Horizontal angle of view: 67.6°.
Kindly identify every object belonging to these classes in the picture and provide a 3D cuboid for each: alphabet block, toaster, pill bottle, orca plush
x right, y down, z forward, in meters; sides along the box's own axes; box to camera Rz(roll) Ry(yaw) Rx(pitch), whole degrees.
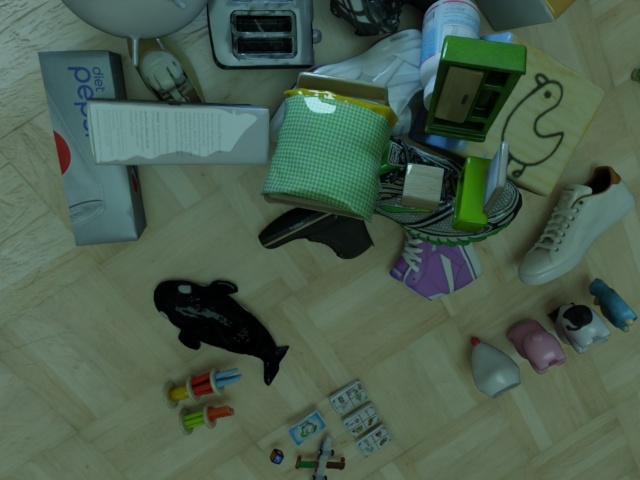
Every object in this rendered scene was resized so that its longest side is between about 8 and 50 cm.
[{"bbox_3d":[0.300,-0.210,0.806,0.197,0.193,0.192,20,104,-18],"label":"alphabet block"},{"bbox_3d":[-0.094,-0.347,0.719,0.186,0.110,0.168,-4,108,-11],"label":"toaster"},{"bbox_3d":[0.193,-0.272,0.715,0.087,0.087,0.160,15,69,-16],"label":"pill bottle"},{"bbox_3d":[-0.180,0.180,0.878,0.151,0.102,0.287,-37,112,2],"label":"orca plush"}]

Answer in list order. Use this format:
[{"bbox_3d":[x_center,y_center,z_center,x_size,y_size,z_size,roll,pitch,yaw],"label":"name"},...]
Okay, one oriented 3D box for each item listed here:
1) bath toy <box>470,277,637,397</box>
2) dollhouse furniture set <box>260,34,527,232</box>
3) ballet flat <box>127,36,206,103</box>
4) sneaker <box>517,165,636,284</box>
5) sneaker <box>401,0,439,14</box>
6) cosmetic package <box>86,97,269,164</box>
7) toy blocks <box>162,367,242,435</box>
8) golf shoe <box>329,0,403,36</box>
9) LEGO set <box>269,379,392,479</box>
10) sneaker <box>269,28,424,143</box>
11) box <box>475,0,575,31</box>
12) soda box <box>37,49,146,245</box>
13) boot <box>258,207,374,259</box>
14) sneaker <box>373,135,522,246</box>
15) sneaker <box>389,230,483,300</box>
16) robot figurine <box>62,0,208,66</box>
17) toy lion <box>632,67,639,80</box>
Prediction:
[{"bbox_3d":[0.473,0.208,1.021,0.348,0.129,0.151,-28,148,3],"label":"bath toy"},{"bbox_3d":[0.078,-0.140,0.610,0.301,0.151,0.197,11,71,6],"label":"dollhouse furniture set"},{"bbox_3d":[-0.219,-0.228,0.750,0.080,0.073,0.232,-32,111,2],"label":"ballet flat"},{"bbox_3d":[0.489,-0.038,0.959,0.290,0.106,0.123,-42,108,-8],"label":"sneaker"},{"bbox_3d":[0.104,-0.445,0.745,0.139,0.125,0.341,-33,119,31],"label":"sneaker"},{"bbox_3d":[-0.198,-0.154,0.675,0.231,0.117,0.085,-6,110,-22],"label":"cosmetic package"},{"bbox_3d":[-0.210,0.307,0.924,0.148,0.054,0.123,-18,112,8],"label":"toy blocks"},{"bbox_3d":[0.035,-0.372,0.704,0.198,0.094,0.077,37,62,-39],"label":"golf shoe"},{"bbox_3d":[0.015,0.432,1.046,0.244,0.060,0.182,-31,108,-10],"label":"LEGO set"},{"bbox_3d":[0.061,-0.219,0.772,0.305,0.114,0.152,-28,87,-1],"label":"sneaker"},{"bbox_3d":[0.382,-0.532,0.729,0.345,0.168,0.215,-44,111,4],"label":"box"},{"bbox_3d":[-0.345,-0.141,0.742,0.098,0.091,0.286,-5,109,-10],"label":"soda box"},{"bbox_3d":[0.000,0.000,0.878,0.198,0.077,0.137,-26,117,-2],"label":"boot"},{"bbox_3d":[0.138,-0.084,0.746,0.343,0.146,0.134,10,73,8],"label":"sneaker"},{"bbox_3d":[0.188,-0.001,0.902,0.161,0.102,0.282,-30,111,3],"label":"sneaker"},{"bbox_3d":[-0.246,-0.405,0.581,0.200,0.300,0.353,-14,84,-36],"label":"robot figurine"},{"bbox_3d":[0.666,-0.330,0.934,0.096,0.034,0.100,-43,112,-4],"label":"toy lion"}]
